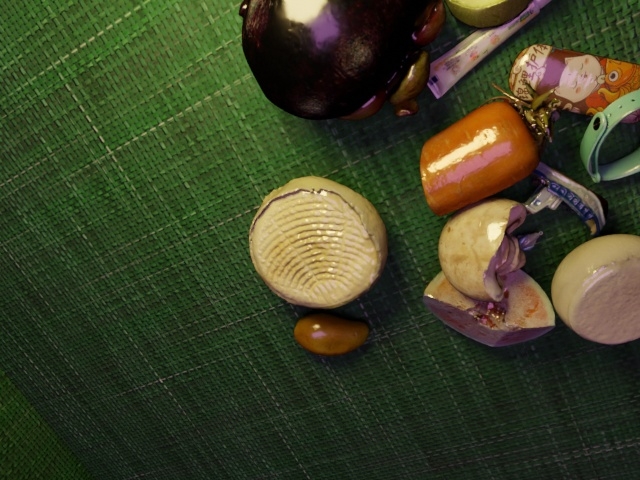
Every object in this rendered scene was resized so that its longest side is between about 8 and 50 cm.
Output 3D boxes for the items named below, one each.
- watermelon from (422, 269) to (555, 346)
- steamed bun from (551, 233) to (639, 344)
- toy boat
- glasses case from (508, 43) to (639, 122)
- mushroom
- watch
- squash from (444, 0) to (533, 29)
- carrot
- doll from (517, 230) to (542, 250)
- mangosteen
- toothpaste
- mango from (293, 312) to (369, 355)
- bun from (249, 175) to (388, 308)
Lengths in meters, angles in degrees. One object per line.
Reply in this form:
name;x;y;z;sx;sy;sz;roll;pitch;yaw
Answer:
watermelon;0.446;0.162;1.274;0.321;0.175;0.188;25;158;11
steamed bun;0.715;0.107;1.167;0.283;0.177;0.283;0;119;0
toy boat;0.579;-0.092;1.136;0.262;0.114;0.115;28;105;-6
glasses case;0.583;-0.347;1.043;0.321;0.082;0.122;13;120;3
mushroom;0.395;0.015;1.163;0.189;0.195;0.254;22;95;42
watch;0.685;-0.223;1.041;0.195;0.068;0.237;-2;145;-3
squash;0.341;-0.557;0.953;0.220;0.133;0.220;4;98;25
carrot;0.389;-0.212;1.078;0.331;0.214;0.193;-27;129;27
doll;0.530;0.009;1.235;0.114;0.039;0.057;-41;67;34
mangosteen;0.056;-0.419;0.957;0.435;0.382;0.382;22;116;-11
toothpaste;0.373;-0.449;1.054;0.314;0.058;0.056;-35;145;25
mango;0.033;0.283;1.416;0.227;0.099;0.136;1;111;0
bun;0.001;-0.005;1.231;0.364;0.202;0.364;7;118;13
